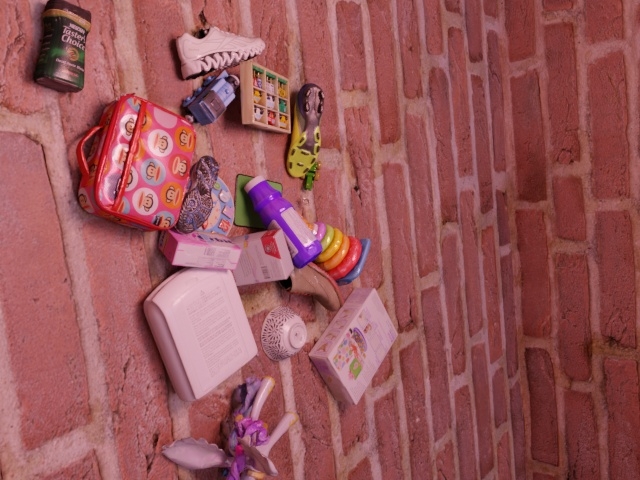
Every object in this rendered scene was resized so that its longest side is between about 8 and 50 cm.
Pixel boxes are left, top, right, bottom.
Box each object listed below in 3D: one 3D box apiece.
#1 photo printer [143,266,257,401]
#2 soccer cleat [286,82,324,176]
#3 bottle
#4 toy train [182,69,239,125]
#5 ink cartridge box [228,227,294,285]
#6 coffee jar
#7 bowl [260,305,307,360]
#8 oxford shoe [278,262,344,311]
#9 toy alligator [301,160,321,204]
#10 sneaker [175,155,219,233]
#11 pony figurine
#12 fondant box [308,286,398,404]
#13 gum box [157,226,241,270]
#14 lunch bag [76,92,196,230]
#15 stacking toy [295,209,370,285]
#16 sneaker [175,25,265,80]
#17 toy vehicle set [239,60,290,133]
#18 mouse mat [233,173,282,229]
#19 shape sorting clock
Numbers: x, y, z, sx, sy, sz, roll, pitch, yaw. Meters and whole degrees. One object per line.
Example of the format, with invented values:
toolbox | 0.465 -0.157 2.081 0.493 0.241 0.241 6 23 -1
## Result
photo printer | -0.310 0.219 1.538 0.256 0.107 0.308 -34 115 -44
soccer cleat | -0.048 -0.341 1.847 0.093 0.121 0.290 7 102 -19
bottle | -0.109 -0.056 1.687 0.092 0.118 0.283 -35 83 -21
toy train | -0.283 -0.376 1.565 0.184 0.105 0.080 -56 129 -32
ink cartridge box | -0.178 0.047 1.632 0.072 0.174 0.128 -55 133 -63
coffee jar | -0.551 -0.420 1.275 0.096 0.079 0.185 10 82 -49
bowl | -0.095 0.287 1.810 0.170 0.080 0.170 -1 92 -48
oxford shoe | -0.061 0.126 1.828 0.348 0.123 0.130 47 60 -26
toy alligator | -0.034 -0.198 1.901 0.051 0.056 0.190 93 7 -79
sneaker | -0.317 -0.110 1.501 0.080 0.081 0.211 31 64 -32
pony figurine | -0.203 0.553 1.578 0.364 0.302 0.351 -69 146 -44
fondant box | 0.122 0.358 2.050 0.330 0.096 0.238 -52 127 -36
gum box | -0.302 0.021 1.510 0.188 0.107 0.062 8 108 -38
lunch bag | -0.438 -0.183 1.388 0.258 0.120 0.294 22 73 -43
stacking toy | 0.000 0.000 1.883 0.301 0.175 0.166 40 58 -29
sneaker | -0.264 -0.522 1.596 0.292 0.110 0.119 -33 106 -44
toy vehicle set | -0.153 -0.401 1.697 0.267 0.035 0.166 -13 101 -70
mouse mat | -0.183 -0.109 1.760 0.189 0.007 0.153 8 84 -50
shape sorting clock | -0.312 -0.084 1.584 0.206 0.040 0.207 0 90 -50
